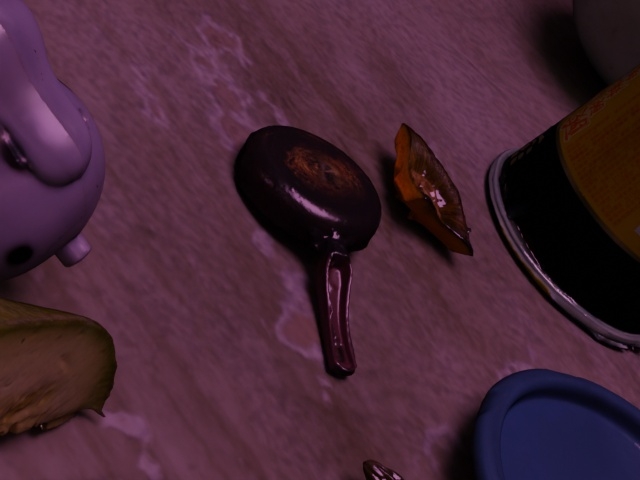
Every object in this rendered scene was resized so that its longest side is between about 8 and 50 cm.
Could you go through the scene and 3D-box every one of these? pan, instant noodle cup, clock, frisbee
[{"bbox_3d":[0.002,-0.002,1.028,0.115,0.040,0.212,18,41,-31],"label":"pan"},{"bbox_3d":[0.290,-0.057,1.257,0.215,0.236,0.215,29,37,-25],"label":"instant noodle cup"},{"bbox_3d":[-0.209,-0.082,0.765,0.254,0.189,0.189,58,29,-11],"label":"clock"},{"bbox_3d":[0.205,0.213,1.021,0.289,0.049,0.289,30,32,-21],"label":"frisbee"}]

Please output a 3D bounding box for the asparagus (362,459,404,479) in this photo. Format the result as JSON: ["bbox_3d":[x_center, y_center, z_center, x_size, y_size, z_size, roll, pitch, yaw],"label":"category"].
[{"bbox_3d":[0.098,0.226,0.898,0.236,0.027,0.034,54,21,11],"label":"asparagus"}]

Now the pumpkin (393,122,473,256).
[{"bbox_3d":[0.082,-0.035,1.173,0.073,0.035,0.101,40,26,-34],"label":"pumpkin"}]

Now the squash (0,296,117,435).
[{"bbox_3d":[-0.160,0.068,0.661,0.252,0.093,0.169,20,23,-37],"label":"squash"}]

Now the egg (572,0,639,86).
[{"bbox_3d":[0.422,-0.247,1.591,0.389,0.276,0.276,4,51,-48],"label":"egg"}]
